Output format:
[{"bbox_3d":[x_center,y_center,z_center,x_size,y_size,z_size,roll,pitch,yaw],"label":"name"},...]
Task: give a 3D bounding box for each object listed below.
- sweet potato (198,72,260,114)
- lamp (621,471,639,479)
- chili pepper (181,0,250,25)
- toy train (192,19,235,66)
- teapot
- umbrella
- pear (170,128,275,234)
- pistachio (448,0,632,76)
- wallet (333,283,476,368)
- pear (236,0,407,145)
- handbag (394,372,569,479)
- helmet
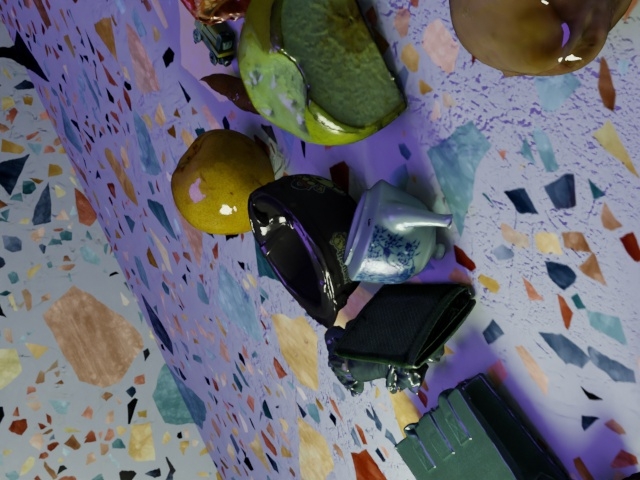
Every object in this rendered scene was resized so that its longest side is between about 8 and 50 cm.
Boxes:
[{"bbox_3d":[-0.142,-0.275,1.531,0.273,0.067,0.067,28,136,45],"label":"sweet potato"},{"bbox_3d":[0.390,0.375,0.937,0.247,0.246,0.247,42,145,38],"label":"lamp"},{"bbox_3d":[-0.181,-0.487,1.246,0.251,0.229,0.305,-37,77,35],"label":"chili pepper"},{"bbox_3d":[-0.202,-0.392,1.564,0.122,0.050,0.081,53,144,25],"label":"toy train"},{"bbox_3d":[0.118,0.001,1.233,0.159,0.159,0.232,58,160,13],"label":"teapot"},{"bbox_3d":[0.116,0.198,1.434,0.349,0.094,0.143,-26,83,61],"label":"umbrella"},{"bbox_3d":[-0.186,-0.108,1.602,0.209,0.208,0.209,42,145,38],"label":"pear"},{"bbox_3d":[0.207,-0.271,0.818,0.260,0.162,0.213,-160,70,-71],"label":"pistachio"},{"bbox_3d":[0.127,0.135,1.294,0.055,0.160,0.236,50,157,-16],"label":"wallet"},{"bbox_3d":[-0.036,-0.266,1.208,0.292,0.159,0.292,46,158,25],"label":"pear"},{"bbox_3d":[0.252,0.370,1.344,0.239,0.089,0.326,56,153,18],"label":"handbag"},{"bbox_3d":[0.000,0.000,1.405,0.230,0.160,0.279,25,145,52],"label":"helmet"}]
